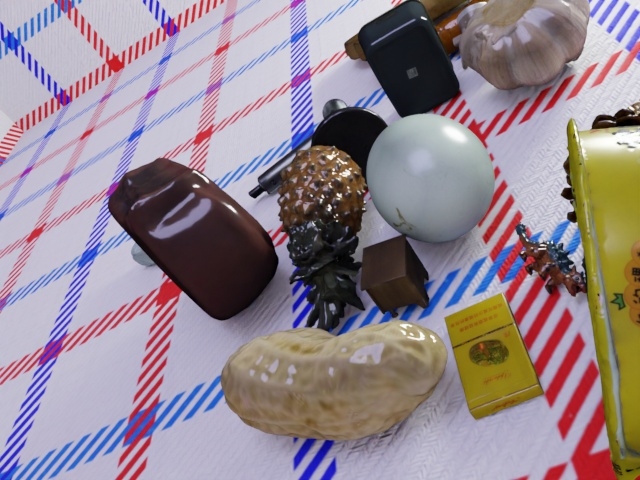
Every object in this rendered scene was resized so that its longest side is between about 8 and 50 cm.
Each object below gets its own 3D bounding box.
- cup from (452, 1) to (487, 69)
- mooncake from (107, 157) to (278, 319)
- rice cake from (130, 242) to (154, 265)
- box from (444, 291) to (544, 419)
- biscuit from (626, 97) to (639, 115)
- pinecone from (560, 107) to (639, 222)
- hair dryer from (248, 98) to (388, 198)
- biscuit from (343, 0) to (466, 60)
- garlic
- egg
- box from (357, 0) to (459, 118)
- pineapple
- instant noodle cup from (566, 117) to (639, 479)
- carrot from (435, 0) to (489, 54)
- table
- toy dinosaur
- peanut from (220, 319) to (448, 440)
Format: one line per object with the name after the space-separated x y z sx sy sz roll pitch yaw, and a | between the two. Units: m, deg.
0.309 -0.403 1.278 0.102 0.074 0.099 -26 71 30 | cup
-0.225 -0.017 1.127 0.174 0.334 0.326 -43 -7 -11 | mooncake
-0.336 0.007 1.420 0.206 0.063 0.069 -12 43 34 | rice cake
0.208 0.137 0.787 0.086 0.023 0.155 -24 35 15 | box
0.490 -0.152 0.872 0.187 0.027 0.188 -26 34 19 | biscuit
0.364 -0.064 0.760 0.163 0.163 0.165 5 49 46 | pinecone
-0.002 -0.154 1.312 0.284 0.155 0.320 -56 18 8 | hair dryer
0.247 -0.532 1.483 0.394 0.076 0.368 -32 18 4 | biscuit
0.365 -0.362 1.132 0.227 0.152 0.228 -17 56 26 | garlic
0.160 -0.101 0.977 0.183 0.183 0.264 -33 27 7 | egg
0.176 -0.346 1.251 0.144 0.201 0.090 -26 38 15 | box
0.000 0.000 1.043 0.169 0.169 0.340 -21 43 23 | pineapple
0.359 0.034 0.535 0.254 0.326 0.326 -8 42 23 | instant noodle cup
0.309 -0.455 1.363 0.193 0.087 0.087 -26 35 16 | carrot
0.109 0.055 0.924 0.070 0.082 0.083 -21 37 24 | table
0.290 0.023 0.823 0.055 0.049 0.154 -35 38 8 | toy dinosaur
0.013 0.175 0.822 0.325 0.140 0.153 -15 22 28 | peanut
